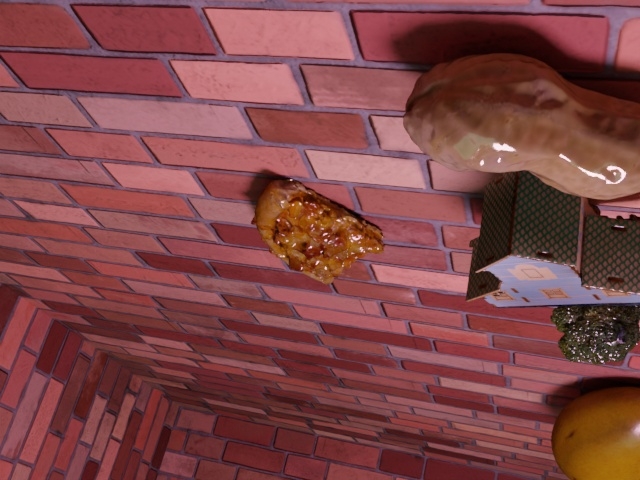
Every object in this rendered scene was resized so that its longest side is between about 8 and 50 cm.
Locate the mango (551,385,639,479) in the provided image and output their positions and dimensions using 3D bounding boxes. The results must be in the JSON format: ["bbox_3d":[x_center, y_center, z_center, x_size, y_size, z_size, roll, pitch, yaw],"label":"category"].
[{"bbox_3d":[0.715,0.477,1.820,0.301,0.220,0.445,15,153,7],"label":"mango"}]

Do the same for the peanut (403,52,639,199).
[{"bbox_3d":[0.253,-0.126,0.868,0.313,0.149,0.149,17,156,-5],"label":"peanut"}]

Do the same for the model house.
[{"bbox_3d":[0.300,-0.011,1.029,0.271,0.178,0.206,-2,157,40],"label":"model house"}]

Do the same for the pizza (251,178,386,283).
[{"bbox_3d":[0.000,0.000,1.356,0.226,0.086,0.335,8,154,20],"label":"pizza"}]

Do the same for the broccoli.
[{"bbox_3d":[0.483,0.147,1.347,0.162,0.146,0.138,2,-167,-14],"label":"broccoli"}]
